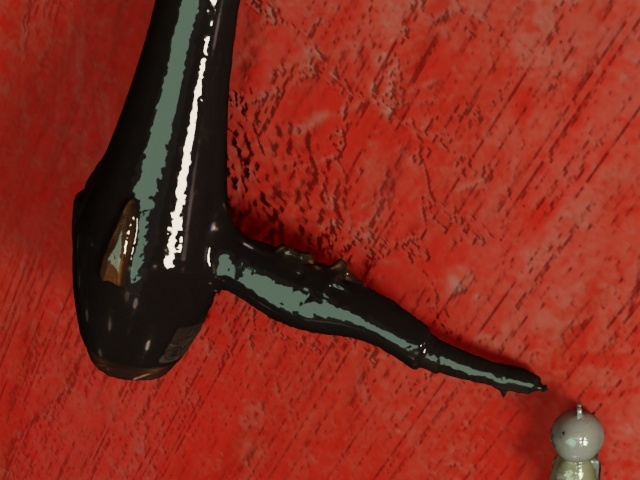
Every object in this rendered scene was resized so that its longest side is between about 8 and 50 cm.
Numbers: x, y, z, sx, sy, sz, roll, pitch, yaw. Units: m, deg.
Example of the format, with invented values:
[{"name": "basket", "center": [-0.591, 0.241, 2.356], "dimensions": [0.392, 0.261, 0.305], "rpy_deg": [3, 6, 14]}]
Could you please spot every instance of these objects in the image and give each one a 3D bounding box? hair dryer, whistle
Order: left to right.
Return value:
[{"name": "hair dryer", "center": [0.000, 0.000, 1.025], "dimensions": [0.359, 0.120, 0.303], "rpy_deg": [23, 112, 14]}, {"name": "whistle", "center": [0.167, 0.150, 0.994], "dimensions": [0.035, 0.035, 0.100], "rpy_deg": [16, 124, 30]}]
